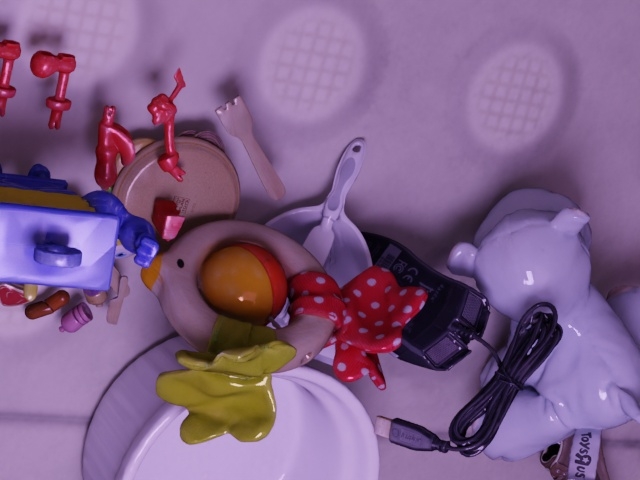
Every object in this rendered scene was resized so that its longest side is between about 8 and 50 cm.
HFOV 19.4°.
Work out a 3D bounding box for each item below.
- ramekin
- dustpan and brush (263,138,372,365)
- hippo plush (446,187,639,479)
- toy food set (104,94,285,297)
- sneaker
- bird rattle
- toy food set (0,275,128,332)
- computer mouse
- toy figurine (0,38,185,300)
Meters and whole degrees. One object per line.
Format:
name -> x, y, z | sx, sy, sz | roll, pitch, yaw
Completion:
ramekin -> -0.095, 0.219, 1.806 | 0.277, 0.135, 0.277 | -12, 117, -25
dustpan and brush -> 0.000, 0.000, 1.791 | 0.060, 0.147, 0.211 | 90, 22, -62
hippo plush -> 0.210, 0.083, 1.875 | 0.234, 0.294, 0.236 | -28, 107, 20
toy food set -> -0.136, -0.044, 1.716 | 0.192, 0.038, 0.132 | -31, 121, -6
sneaker -> 0.280, 0.249, 2.086 | 0.071, 0.066, 0.188 | -15, 114, -4
bird rattle -> -0.043, 0.057, 1.663 | 0.253, 0.207, 0.143 | -29, 157, -32
toy food set -> -0.239, 0.051, 1.696 | 0.122, 0.019, 0.078 | 9, 124, -13
computer mouse -> 0.087, 0.108, 1.788 | 0.184, 0.262, 0.060 | -58, 152, -17
toy figurine -> -0.254, -0.044, 1.521 | 0.362, 0.217, 0.191 | 8, 110, -24
